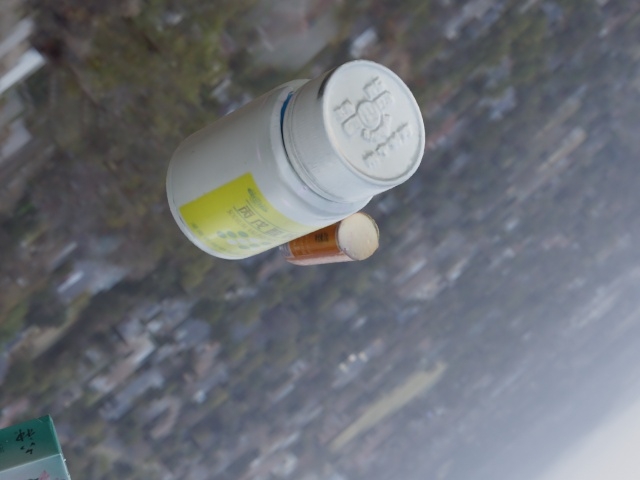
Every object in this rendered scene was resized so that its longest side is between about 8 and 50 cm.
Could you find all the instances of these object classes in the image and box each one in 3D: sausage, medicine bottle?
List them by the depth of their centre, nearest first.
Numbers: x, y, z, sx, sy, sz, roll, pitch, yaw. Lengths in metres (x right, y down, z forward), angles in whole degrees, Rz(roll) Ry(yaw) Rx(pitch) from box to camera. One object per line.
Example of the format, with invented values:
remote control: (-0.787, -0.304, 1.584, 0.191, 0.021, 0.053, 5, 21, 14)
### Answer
medicine bottle: (-0.027, -0.077, 1.374, 0.143, 0.143, 0.258, -30, -175, -41)
sausage: (0.000, 0.000, 2.114, 0.071, 0.071, 0.234, -35, -167, -26)

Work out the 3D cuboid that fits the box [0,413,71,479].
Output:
box: (-0.438, 0.391, 2.113, 0.153, 0.092, 0.245, -17, 127, -11)
